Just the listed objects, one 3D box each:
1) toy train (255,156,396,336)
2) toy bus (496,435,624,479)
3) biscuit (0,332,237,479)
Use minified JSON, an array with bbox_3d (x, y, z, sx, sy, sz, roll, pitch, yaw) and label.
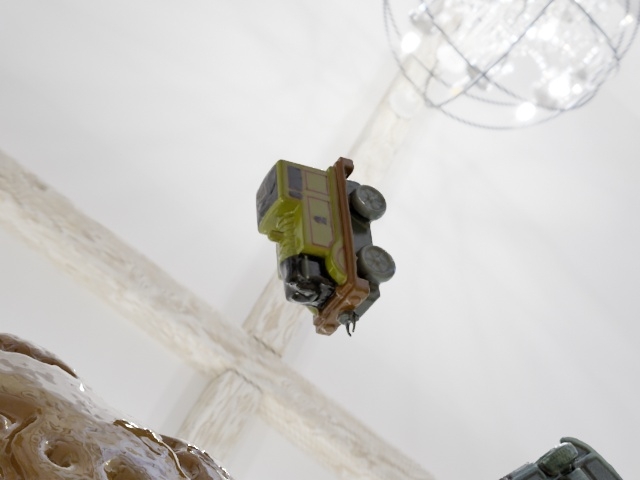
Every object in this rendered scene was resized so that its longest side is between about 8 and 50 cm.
[{"bbox_3d":[0.000,0.000,0.905,0.127,0.089,0.219,14,-132,-23],"label":"toy train"},{"bbox_3d":[0.151,0.249,0.691,0.265,0.119,0.121,-9,-126,-48],"label":"toy bus"},{"bbox_3d":[-0.181,0.103,0.421,0.355,0.052,0.275,29,-168,-19],"label":"biscuit"}]
